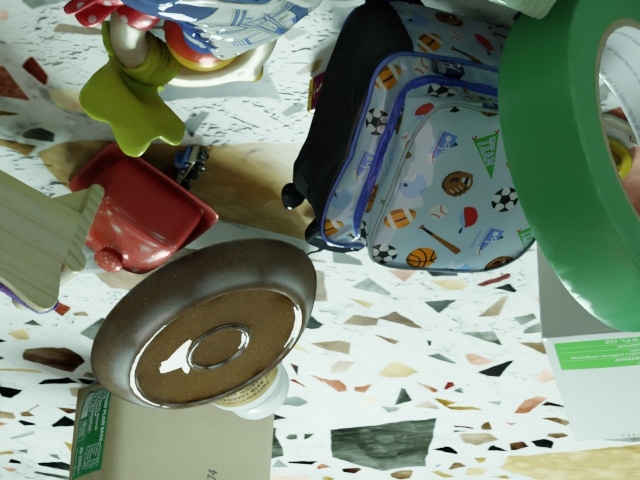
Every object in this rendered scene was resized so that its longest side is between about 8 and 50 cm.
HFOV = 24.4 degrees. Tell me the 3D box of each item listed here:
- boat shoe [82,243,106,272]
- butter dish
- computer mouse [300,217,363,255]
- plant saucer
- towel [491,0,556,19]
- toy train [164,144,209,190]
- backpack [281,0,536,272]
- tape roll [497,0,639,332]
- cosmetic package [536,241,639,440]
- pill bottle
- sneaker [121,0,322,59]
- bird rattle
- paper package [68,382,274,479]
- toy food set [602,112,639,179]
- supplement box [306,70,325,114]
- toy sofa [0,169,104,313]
[{"bbox_3d":[-0.305,0.002,1.884,0.184,0.066,0.063,-6,154,39],"label":"boat shoe"},{"bbox_3d":[-0.227,-0.014,1.739,0.160,0.118,0.160,35,147,-16],"label":"butter dish"},{"bbox_3d":[0.000,0.000,1.872,0.071,0.041,0.242,16,157,-21],"label":"computer mouse"},{"bbox_3d":[-0.136,0.120,1.865,0.311,0.050,0.310,-20,146,-14],"label":"plant saucer"},{"bbox_3d":[0.097,-0.321,1.135,0.325,0.038,0.248,15,126,-24],"label":"towel"},{"bbox_3d":[-0.171,-0.072,1.756,0.036,0.027,0.158,24,149,-14],"label":"toy train"},{"bbox_3d":[0.134,-0.096,1.449,0.263,0.213,0.276,0,132,-28],"label":"backpack"},{"bbox_3d":[0.284,-0.079,1.362,0.077,0.321,0.321,-20,145,36],"label":"tape roll"},{"bbox_3d":[0.401,0.126,1.932,0.197,0.155,0.365,-7,150,15],"label":"cosmetic package"},{"bbox_3d":[-0.126,0.169,2.101,0.131,0.131,0.229,-5,152,16],"label":"pill bottle"},{"bbox_3d":[-0.083,-0.199,1.241,0.131,0.112,0.296,-49,163,29],"label":"sneaker"},{"bbox_3d":[-0.143,-0.214,1.423,0.207,0.143,0.253,-4,141,-10],"label":"bird rattle"},{"bbox_3d":[-0.241,0.398,2.350,0.309,0.325,0.168,22,148,-33],"label":"paper package"},{"bbox_3d":[0.284,-0.060,1.672,0.128,0.071,0.218,25,146,-36],"label":"toy food set"},{"bbox_3d":[0.033,-0.156,1.546,0.055,0.043,0.083,27,145,-36],"label":"supplement box"},{"bbox_3d":[-0.435,-0.046,1.607,0.362,0.177,0.150,31,145,-24],"label":"toy sofa"}]
